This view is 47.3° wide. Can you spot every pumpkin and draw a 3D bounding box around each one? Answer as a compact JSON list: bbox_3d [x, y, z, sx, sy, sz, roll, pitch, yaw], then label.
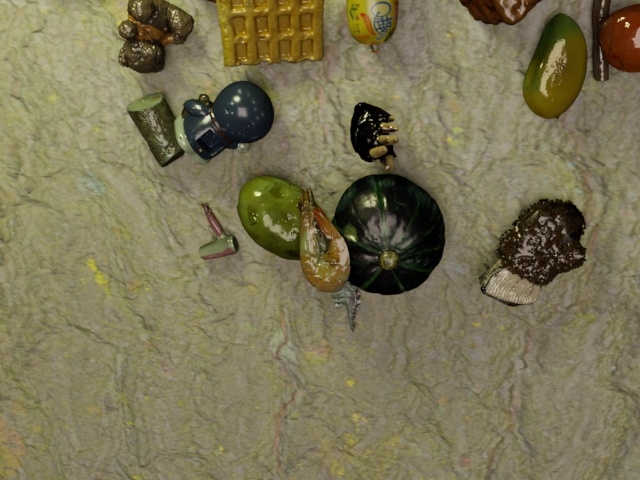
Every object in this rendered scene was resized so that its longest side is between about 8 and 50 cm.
[{"bbox_3d":[0.167,-0.006,1.848,0.314,0.238,0.316,0,113,0],"label":"pumpkin"}]

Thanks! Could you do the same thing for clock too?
[{"bbox_3d":[-0.229,-0.294,1.822,0.243,0.147,0.200,-27,130,17],"label":"clock"}]

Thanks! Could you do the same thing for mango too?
[{"bbox_3d":[0.567,-0.408,1.738,0.137,0.091,0.238,16,111,-8],"label":"mango"}]

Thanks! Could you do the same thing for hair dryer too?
[{"bbox_3d":[-0.291,-0.029,1.986,0.106,0.054,0.154,-12,99,14],"label":"hair dryer"}]

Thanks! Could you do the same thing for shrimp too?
[{"bbox_3d":[0.000,-0.001,1.799,0.145,0.061,0.267,-8,95,39],"label":"shrimp"}]

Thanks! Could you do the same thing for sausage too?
[{"bbox_3d":[0.767,-0.467,1.653,0.267,0.153,0.141,-11,113,-7],"label":"sausage"},{"bbox_3d":[0.118,-0.609,1.681,0.123,0.123,0.347,-1,110,6],"label":"sausage"}]

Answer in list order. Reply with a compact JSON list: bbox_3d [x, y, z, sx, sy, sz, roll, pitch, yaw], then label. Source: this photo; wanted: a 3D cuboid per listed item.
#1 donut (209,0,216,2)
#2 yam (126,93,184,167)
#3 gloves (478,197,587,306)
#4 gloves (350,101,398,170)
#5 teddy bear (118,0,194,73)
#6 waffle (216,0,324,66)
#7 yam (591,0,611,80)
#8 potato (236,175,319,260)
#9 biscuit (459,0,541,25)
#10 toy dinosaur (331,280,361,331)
[{"bbox_3d":[-0.242,-0.671,1.696,0.226,0.114,0.227,1,109,4],"label":"donut"},{"bbox_3d":[-0.410,-0.282,1.867,0.107,0.107,0.183,-22,110,12],"label":"yam"},{"bbox_3d":[0.559,0.033,1.882,0.210,0.135,0.313,26,108,2],"label":"gloves"},{"bbox_3d":[0.133,-0.252,1.774,0.124,0.203,0.164,-22,108,11],"label":"gloves"},{"bbox_3d":[-0.417,-0.497,1.772,0.140,0.177,0.190,39,116,38],"label":"teddy bear"},{"bbox_3d":[-0.116,-0.519,1.709,0.247,0.055,0.221,-5,134,-5],"label":"waffle"},{"bbox_3d":[0.660,-0.539,1.705,0.045,0.045,0.327,-18,114,-25],"label":"yam"},{"bbox_3d":[-0.103,-0.060,1.900,0.186,0.148,0.253,-41,98,-11],"label":"potato"},{"bbox_3d":[0.325,-0.653,1.535,0.166,0.343,0.395,-32,108,11],"label":"biscuit"},{"bbox_3d":[0.074,0.167,2.025,0.082,0.039,0.209,-12,110,8],"label":"toy dinosaur"}]
